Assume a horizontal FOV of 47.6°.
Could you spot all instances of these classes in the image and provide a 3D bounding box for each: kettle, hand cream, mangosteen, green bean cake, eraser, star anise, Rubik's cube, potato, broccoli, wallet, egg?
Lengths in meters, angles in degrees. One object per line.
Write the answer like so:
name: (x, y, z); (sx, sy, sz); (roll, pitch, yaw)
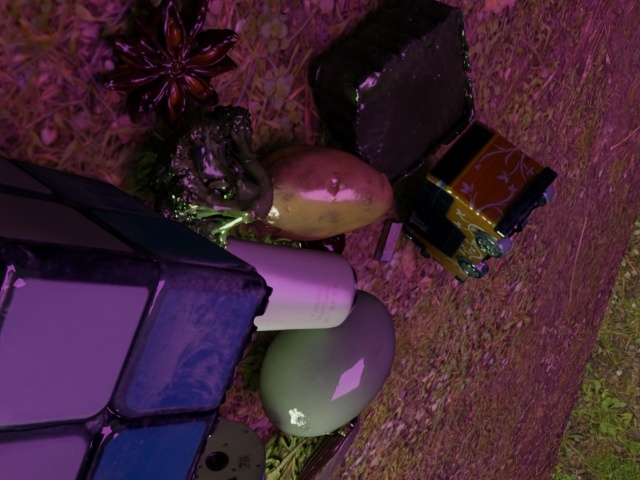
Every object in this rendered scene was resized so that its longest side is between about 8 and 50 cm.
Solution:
kettle: (-0.193, 0.451, 1.235); (0.210, 0.160, 0.243); (-17, 133, -20)
hand cream: (-0.115, 0.068, 1.076); (0.358, 0.118, 0.186); (4, 112, -31)
mangosteen: (0.002, -0.001, 1.218); (0.081, 0.081, 0.081); (-28, 132, -36)
green bean cake: (0.119, -0.231, 1.158); (0.255, 0.132, 0.241); (-42, 143, -17)
eraser: (0.132, 0.001, 1.414); (0.038, 0.019, 0.083); (-1, 114, -51)
star anise: (-0.171, -0.239, 0.848); (0.177, 0.073, 0.234); (-17, 142, -33)
Rubik's cube: (-0.298, 0.100, 0.729); (0.318, 0.313, 0.316); (13, 102, -53)
potato: (-0.008, -0.076, 1.086); (0.234, 0.128, 0.161); (-12, 148, -1)
broccoli: (-0.135, -0.080, 0.935); (0.195, 0.156, 0.196); (11, 90, -73)
wallet: (-0.016, 0.452, 1.429); (0.335, 0.068, 0.275); (-56, 165, -2)
egg: (0.013, 0.210, 1.255); (0.283, 0.202, 0.203); (-52, 143, -16)

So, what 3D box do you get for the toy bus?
toy bus: (0.275, -0.057, 1.320); (0.162, 0.194, 0.323); (-48, 170, -14)
